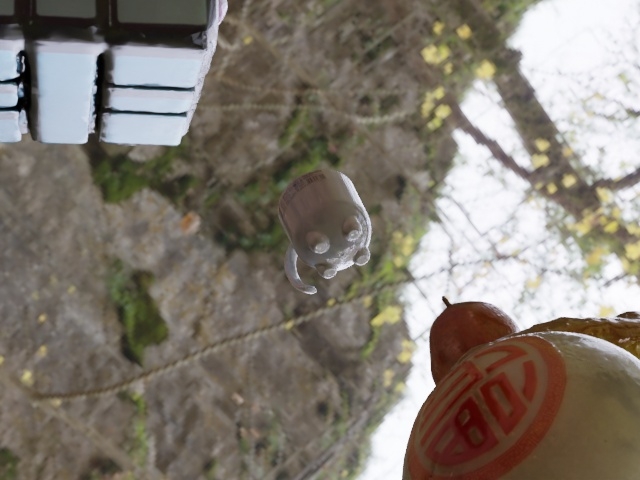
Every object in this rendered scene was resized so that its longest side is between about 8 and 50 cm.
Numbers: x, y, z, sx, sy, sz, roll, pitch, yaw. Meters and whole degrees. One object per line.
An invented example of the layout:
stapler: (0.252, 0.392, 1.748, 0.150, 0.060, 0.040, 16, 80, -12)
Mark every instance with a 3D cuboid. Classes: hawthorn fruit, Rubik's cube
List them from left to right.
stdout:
Rubik's cube: (-0.258, -0.272, 1.193, 0.288, 0.284, 0.293, 133, -46, -70)
hawthorn fruit: (0.289, 0.197, 2.263, 0.197, 0.196, 0.225, -34, -116, 14)

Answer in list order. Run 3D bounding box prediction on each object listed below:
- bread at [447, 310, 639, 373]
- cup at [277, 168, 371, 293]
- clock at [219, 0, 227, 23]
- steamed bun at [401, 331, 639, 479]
bread: (0.336, 0.232, 1.601, 0.359, 0.204, 0.337, -6, 160, -15)
cup: (-0.003, -0.009, 1.882, 0.174, 0.134, 0.142, -33, -139, 7)
clock: (-0.259, -0.343, 1.516, 0.248, 0.227, 0.090, -9, -152, 12)
steamed bun: (0.190, 0.198, 1.086, 0.283, 0.177, 0.283, -36, -155, 19)
